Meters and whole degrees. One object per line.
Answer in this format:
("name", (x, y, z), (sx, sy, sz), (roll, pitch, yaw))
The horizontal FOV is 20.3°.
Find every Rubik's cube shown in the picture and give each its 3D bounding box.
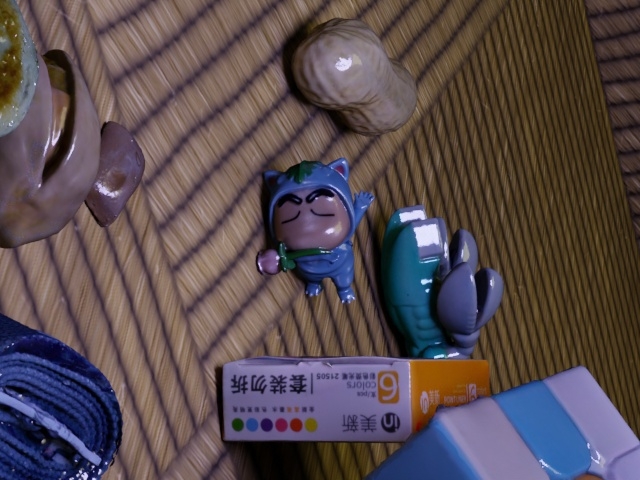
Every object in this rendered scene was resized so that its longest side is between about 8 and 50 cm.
("Rubik's cube", (0.178, 0.374, 1.806), (0.347, 0.346, 0.344), (-9, 61, -56))

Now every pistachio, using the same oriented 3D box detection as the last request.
("pistachio", (-0.241, -0.084, 1.455), (0.124, 0.124, 0.185), (52, 30, -51))

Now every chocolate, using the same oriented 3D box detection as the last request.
("chocolate", (-0.190, -0.064, 1.674), (0.064, 0.031, 0.101), (63, 30, -30))

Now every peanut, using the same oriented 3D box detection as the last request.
("peanut", (0.043, -0.201, 2.199), (0.274, 0.111, 0.125), (33, 38, -66))

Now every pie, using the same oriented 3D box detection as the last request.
("pie", (-0.294, -0.153, 1.350), (0.186, 0.041, 0.187), (20, 54, -31))

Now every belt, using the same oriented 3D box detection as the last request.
("belt", (-0.250, 0.117, 1.363), (0.122, 0.128, 0.218), (-59, 148, -11))

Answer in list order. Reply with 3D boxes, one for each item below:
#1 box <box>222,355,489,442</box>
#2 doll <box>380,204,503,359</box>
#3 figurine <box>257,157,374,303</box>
("box", (0.043, 0.170, 1.918), (0.274, 0.220, 0.091), (10, 78, -65))
("doll", (0.153, 0.071, 2.341), (0.258, 0.153, 0.195), (94, -22, -48))
("figurine", (-0.005, 0.002, 2.019), (0.144, 0.114, 0.178), (-67, 151, -49))
